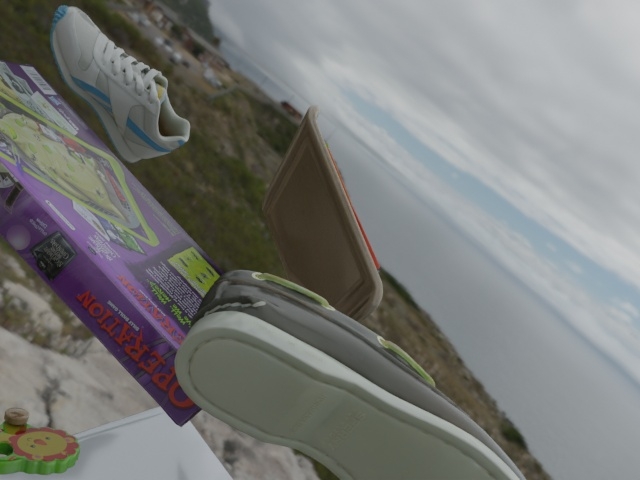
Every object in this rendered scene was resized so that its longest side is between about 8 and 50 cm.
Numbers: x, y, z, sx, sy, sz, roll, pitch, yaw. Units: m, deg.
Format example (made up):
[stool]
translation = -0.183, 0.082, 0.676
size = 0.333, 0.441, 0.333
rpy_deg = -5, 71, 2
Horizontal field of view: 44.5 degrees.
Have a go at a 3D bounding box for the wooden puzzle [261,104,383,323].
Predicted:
[wooden puzzle]
translation = 0.000, 0.000, 0.890
size = 0.221, 0.044, 0.238
rpy_deg = 127, -50, -61

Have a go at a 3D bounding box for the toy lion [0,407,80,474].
[toy lion]
translation = -0.289, 0.202, 0.756
size = 0.096, 0.034, 0.100
rpy_deg = 20, 12, 23

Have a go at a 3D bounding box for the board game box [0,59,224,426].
[board game box]
translation = -0.191, -0.016, 0.664
size = 0.347, 0.056, 0.208
rpy_deg = 48, 7, 0

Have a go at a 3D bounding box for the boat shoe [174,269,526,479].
[boat shoe]
translation = 0.040, 0.126, 0.567
size = 0.305, 0.109, 0.091
rpy_deg = 35, 29, -14

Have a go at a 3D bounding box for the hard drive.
[hard drive]
translation = -0.259, 0.318, 0.861
size = 0.353, 0.047, 0.233
rpy_deg = -12, 44, -41

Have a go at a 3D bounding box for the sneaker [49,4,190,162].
[sneaker]
translation = -0.244, -0.196, 0.963
size = 0.228, 0.092, 0.087
rpy_deg = 60, 26, -47
